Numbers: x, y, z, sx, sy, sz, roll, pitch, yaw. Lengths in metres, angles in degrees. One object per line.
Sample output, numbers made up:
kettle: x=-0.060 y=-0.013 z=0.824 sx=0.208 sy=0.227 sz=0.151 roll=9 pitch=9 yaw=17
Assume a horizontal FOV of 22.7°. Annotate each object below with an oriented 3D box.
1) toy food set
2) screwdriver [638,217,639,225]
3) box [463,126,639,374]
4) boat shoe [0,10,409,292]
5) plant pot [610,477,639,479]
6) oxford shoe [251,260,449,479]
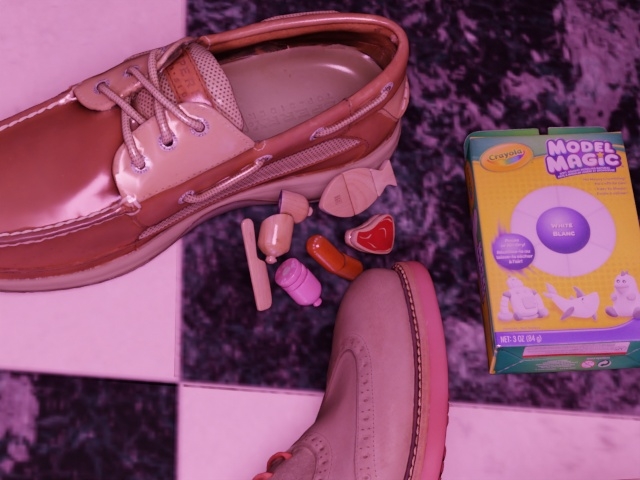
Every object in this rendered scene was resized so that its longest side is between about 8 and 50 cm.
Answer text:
toy food set: x=0.000 y=0.000 z=0.981 sx=0.122 sy=0.019 sz=0.078 roll=-18 pitch=103 yaw=-37
screwdriver: x=0.270 y=-0.014 z=1.082 sx=0.170 sy=0.025 sz=0.024 roll=-8 pitch=61 yaw=-24
box: x=0.150 y=-0.004 z=1.017 sx=0.105 sy=0.043 sz=0.179 roll=-3 pitch=57 yaw=-3
boat shoe: x=-0.087 y=-0.072 z=0.957 sx=0.324 sy=0.120 sz=0.122 roll=-21 pitch=66 yaw=-26
plant pot: x=0.156 y=0.246 z=0.786 sx=0.237 sy=0.110 sz=0.237 roll=3 pitch=62 yaw=-5
oxford shoe: x=-0.010 y=0.151 z=0.841 sx=0.130 sy=0.123 sz=0.348 roll=13 pitch=55 yaw=-1
